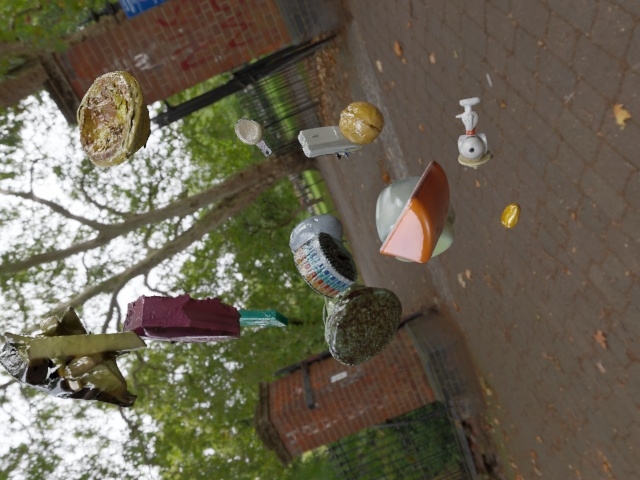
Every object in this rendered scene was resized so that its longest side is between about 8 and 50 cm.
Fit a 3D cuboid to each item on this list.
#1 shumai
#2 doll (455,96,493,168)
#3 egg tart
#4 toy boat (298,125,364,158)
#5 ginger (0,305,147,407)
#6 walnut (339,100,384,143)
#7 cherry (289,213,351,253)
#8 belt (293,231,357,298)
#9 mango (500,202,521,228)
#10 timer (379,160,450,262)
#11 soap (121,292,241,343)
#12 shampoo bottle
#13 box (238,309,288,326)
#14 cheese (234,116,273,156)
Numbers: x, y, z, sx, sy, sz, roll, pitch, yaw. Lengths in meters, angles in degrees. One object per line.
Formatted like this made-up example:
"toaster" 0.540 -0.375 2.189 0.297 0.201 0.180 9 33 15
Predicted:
"shumai" 0.148 0.334 2.279 0.348 0.395 0.394 39 158 53
"doll" 0.642 -0.449 2.055 0.208 0.144 0.271 14 -107 -71
"egg tart" -0.599 -0.353 1.457 0.115 0.290 0.290 3 -120 -60
"toy boat" 0.049 -0.386 1.977 0.141 0.270 0.140 177 90 -64
"ginger" -0.651 0.302 1.355 0.414 0.211 0.358 14 161 35
"walnut" 0.151 -0.444 1.857 0.206 0.159 0.159 46 163 56
"cherry" 0.000 0.000 2.345 0.218 0.297 0.254 -99 11 -50
"belt" 0.024 0.085 1.739 0.258 0.150 0.207 28 -146 -54
"mango" 0.531 -0.070 1.362 0.089 0.046 0.059 95 -175 -61
"timer" 0.314 -0.093 1.559 0.249 0.162 0.257 93 -156 -43
"soap" -0.401 0.240 1.478 0.325 0.220 0.127 13 -112 -42
"shampoo bottle" 0.391 -0.094 2.045 0.322 0.323 0.317 65 -168 -66
"box" -0.259 0.312 1.964 0.161 0.227 0.042 52 -142 -66
"cheese" -0.238 -0.389 1.819 0.171 0.092 0.047 32 -163 -5
